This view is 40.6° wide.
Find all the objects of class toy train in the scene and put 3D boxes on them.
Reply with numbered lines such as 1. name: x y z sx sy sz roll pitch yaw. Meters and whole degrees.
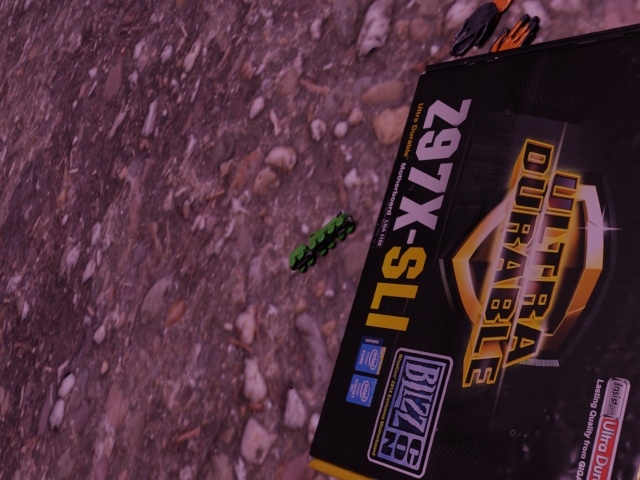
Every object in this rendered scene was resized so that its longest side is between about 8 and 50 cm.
1. toy train: 0.000 0.000 0.805 0.083 0.017 0.024 -41 32 30

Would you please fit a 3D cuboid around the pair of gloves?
1. pair of gloves: 0.145 -0.173 0.731 0.074 0.010 0.083 -48 38 22

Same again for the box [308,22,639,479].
1. box: 0.137 0.026 0.568 0.257 0.079 0.322 2 71 54
